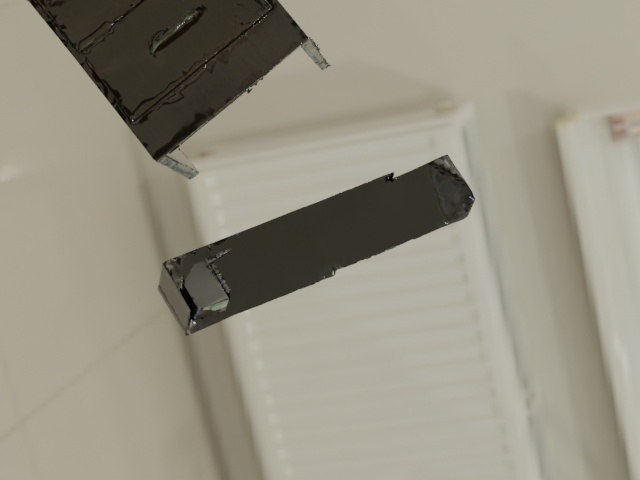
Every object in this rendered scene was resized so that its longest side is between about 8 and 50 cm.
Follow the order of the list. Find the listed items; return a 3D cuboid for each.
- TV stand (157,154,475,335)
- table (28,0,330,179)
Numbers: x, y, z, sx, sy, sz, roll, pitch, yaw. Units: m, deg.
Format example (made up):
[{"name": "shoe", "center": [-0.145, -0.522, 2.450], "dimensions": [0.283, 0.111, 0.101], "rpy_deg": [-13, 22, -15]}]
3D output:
[{"name": "TV stand", "center": [0.000, 0.000, 1.392], "dimensions": [0.049, 0.256, 0.040], "rpy_deg": [59, -24, 23]}, {"name": "table", "center": [-0.123, -0.184, 1.547], "dimensions": [0.193, 0.169, 0.172], "rpy_deg": [52, 3, 6]}]
